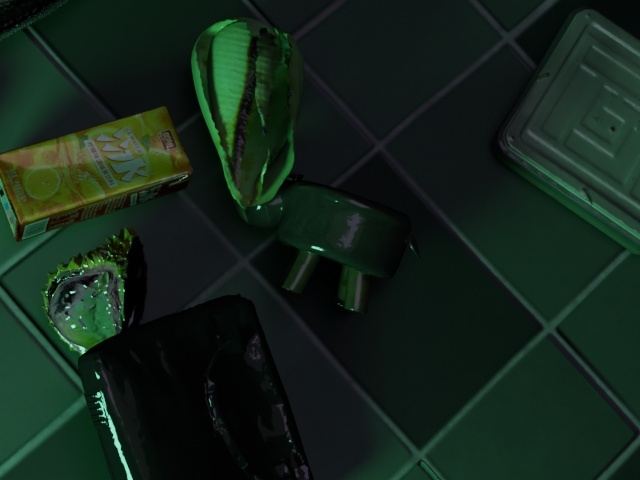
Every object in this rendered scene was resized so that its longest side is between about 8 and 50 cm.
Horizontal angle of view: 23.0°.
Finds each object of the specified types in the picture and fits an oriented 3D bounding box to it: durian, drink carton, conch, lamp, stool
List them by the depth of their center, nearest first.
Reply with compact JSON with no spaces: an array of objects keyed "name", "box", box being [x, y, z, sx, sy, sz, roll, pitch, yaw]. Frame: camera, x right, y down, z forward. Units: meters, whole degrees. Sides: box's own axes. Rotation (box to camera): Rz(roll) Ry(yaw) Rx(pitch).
[{"name":"durian","box":[-0.265,0.056,1.831,0.108,0.186,0.119,11,31,6]},{"name":"drink carton","box":[-0.276,-0.082,1.896,0.223,0.071,0.096,-18,77,-20]},{"name":"conch","box":[-0.078,-0.173,1.908,0.143,0.137,0.250,-26,40,7]},{"name":"stool","box":[0.004,0.002,1.921,0.153,0.228,0.139,22,88,-51]},{"name":"lamp","box":[0.394,-0.150,2.113,0.266,0.047,0.269,33,67,-1]}]

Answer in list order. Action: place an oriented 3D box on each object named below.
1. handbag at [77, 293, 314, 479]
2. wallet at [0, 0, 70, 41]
[{"name":"handbag","box":[-0.140,0.218,1.798,0.244,0.088,0.275,-20,89,-34]},{"name":"wallet","box":[-0.411,-0.382,1.961,0.221,0.071,0.262,-36,78,-22]}]
